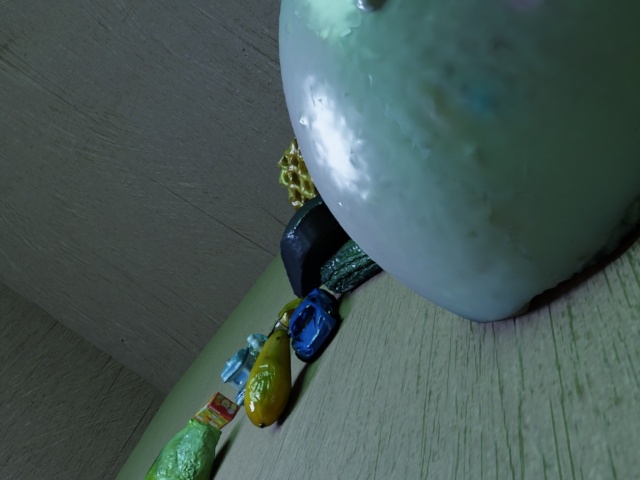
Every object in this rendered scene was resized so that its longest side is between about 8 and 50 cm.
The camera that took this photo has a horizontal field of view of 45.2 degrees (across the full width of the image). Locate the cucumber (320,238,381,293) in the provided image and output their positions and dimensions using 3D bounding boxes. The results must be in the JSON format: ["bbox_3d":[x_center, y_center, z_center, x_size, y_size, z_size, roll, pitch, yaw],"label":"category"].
[{"bbox_3d":[0.067,0.031,1.323,0.077,0.077,0.265,-57,6,-28],"label":"cucumber"}]

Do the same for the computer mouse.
[{"bbox_3d":[-0.004,-0.004,1.445,0.168,0.087,0.295,-39,-20,-21],"label":"computer mouse"}]

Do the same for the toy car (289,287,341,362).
[{"bbox_3d":[-0.017,0.144,1.369,0.103,0.063,0.216,-53,6,7],"label":"toy car"}]

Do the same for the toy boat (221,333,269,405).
[{"bbox_3d":[-0.144,0.253,1.591,0.109,0.098,0.238,-49,6,13],"label":"toy boat"}]

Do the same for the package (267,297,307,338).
[{"bbox_3d":[-0.067,0.170,1.703,0.131,0.047,0.071,-54,2,20],"label":"package"}]

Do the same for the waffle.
[{"bbox_3d":[0.036,-0.145,1.776,0.151,0.261,0.324,-34,-4,-34],"label":"waffle"}]

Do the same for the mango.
[{"bbox_3d":[-0.084,0.232,1.268,0.190,0.075,0.098,-84,15,-53],"label":"mango"}]

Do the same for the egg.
[{"bbox_3d":[0.116,-0.152,0.696,0.354,0.340,0.354,-52,5,7],"label":"egg"}]

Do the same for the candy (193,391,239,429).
[{"bbox_3d":[-0.232,0.382,1.707,0.038,0.062,0.122,-58,7,-36],"label":"candy"}]

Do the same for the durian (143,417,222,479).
[{"bbox_3d":[-0.269,0.443,1.448,0.139,0.101,0.250,-48,8,42],"label":"durian"}]
